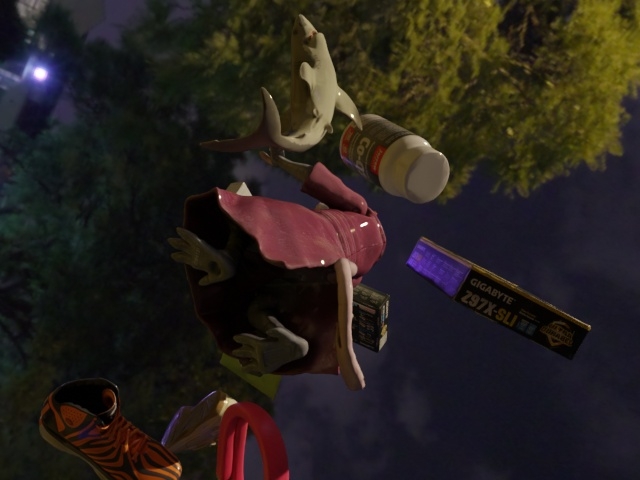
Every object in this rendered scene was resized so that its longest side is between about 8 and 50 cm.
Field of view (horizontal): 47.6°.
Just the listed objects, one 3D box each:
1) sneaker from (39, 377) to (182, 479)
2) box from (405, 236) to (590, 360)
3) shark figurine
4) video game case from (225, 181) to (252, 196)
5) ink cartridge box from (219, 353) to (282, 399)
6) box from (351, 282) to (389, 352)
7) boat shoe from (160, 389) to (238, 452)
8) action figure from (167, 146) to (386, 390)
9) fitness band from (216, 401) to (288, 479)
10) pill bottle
[{"bbox_3d":[-0.417,0.398,1.482,0.180,0.321,0.124,-56,-170,40],"label":"sneaker"},{"bbox_3d":[0.328,0.102,1.402,0.079,0.257,0.322,-61,-169,4],"label":"box"},{"bbox_3d":[-0.042,-0.155,0.936,0.116,0.166,0.278,-18,-148,31],"label":"shark figurine"},{"bbox_3d":[-0.237,0.012,2.090,0.061,0.269,0.244,-4,-141,33],"label":"video game case"},{"bbox_3d":[-0.123,0.163,1.389,0.171,0.056,0.234,25,-81,38],"label":"ink cartridge box"},{"bbox_3d":[0.054,0.160,1.731,0.051,0.220,0.175,-51,152,-36],"label":"box"},{"bbox_3d":[-0.269,0.430,1.648,0.302,0.098,0.109,-38,-153,41],"label":"boat shoe"},{"bbox_3d":[0.000,0.000,0.889,0.276,0.370,0.247,4,-75,31],"label":"action figure"},{"bbox_3d":[-0.132,0.442,1.377,0.209,0.054,0.290,37,-53,52],"label":"fitness band"},{"bbox_3d":[0.184,-0.207,1.840,0.283,0.161,0.161,40,-74,51],"label":"pill bottle"}]
